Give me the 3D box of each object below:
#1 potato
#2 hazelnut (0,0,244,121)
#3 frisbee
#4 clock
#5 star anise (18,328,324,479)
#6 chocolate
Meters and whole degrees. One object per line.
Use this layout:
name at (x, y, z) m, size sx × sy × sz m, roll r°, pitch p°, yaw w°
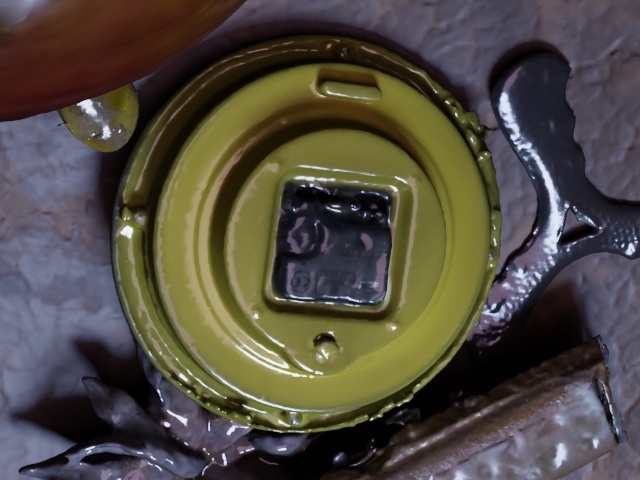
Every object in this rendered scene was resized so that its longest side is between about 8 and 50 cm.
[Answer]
potato at (-0.132, -0.089, 1.092) m, size 0.046 × 0.045 × 0.092 m, roll -21°, pitch 119°, yaw 37°
hazelnut at (-0.144, -0.249, 0.871) m, size 0.421 × 0.353 × 0.421 m, roll -24°, pitch 124°, yaw -42°
frisbee at (0.149, 0.006, 1.214) m, size 0.211 × 0.012 × 0.187 m, roll 31°, pitch 103°, yaw -24°
clock at (0.000, 0.000, 1.127) m, size 0.237 × 0.057 × 0.237 m, roll -2°, pitch 98°, yaw -17°
star anise at (-0.070, 0.130, 1.187) m, size 0.182 × 0.065 × 0.195 m, roll 30°, pitch 94°, yaw -28°
chocolate at (0.041, 0.164, 1.190) m, size 0.329 × 0.065 × 0.102 m, roll -28°, pitch 133°, yaw -11°
